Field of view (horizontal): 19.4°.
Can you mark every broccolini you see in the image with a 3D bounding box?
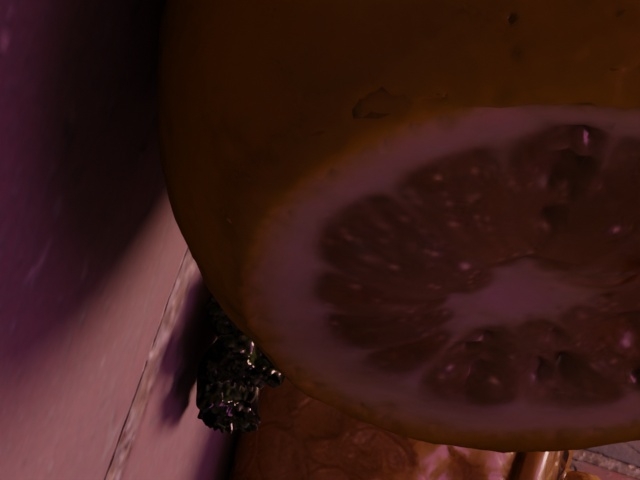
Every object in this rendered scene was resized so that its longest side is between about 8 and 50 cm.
[{"bbox_3d":[-0.004,-0.006,0.827,0.057,0.071,0.254,56,28,-17],"label":"broccolini"}]

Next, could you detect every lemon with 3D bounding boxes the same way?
[{"bbox_3d":[0.067,-0.066,0.602,0.240,0.240,0.219,90,2,-52],"label":"lemon"}]

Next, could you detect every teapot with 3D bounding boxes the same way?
[{"bbox_3d":[0.056,0.113,0.898,0.203,0.167,0.311,93,20,-48],"label":"teapot"}]
